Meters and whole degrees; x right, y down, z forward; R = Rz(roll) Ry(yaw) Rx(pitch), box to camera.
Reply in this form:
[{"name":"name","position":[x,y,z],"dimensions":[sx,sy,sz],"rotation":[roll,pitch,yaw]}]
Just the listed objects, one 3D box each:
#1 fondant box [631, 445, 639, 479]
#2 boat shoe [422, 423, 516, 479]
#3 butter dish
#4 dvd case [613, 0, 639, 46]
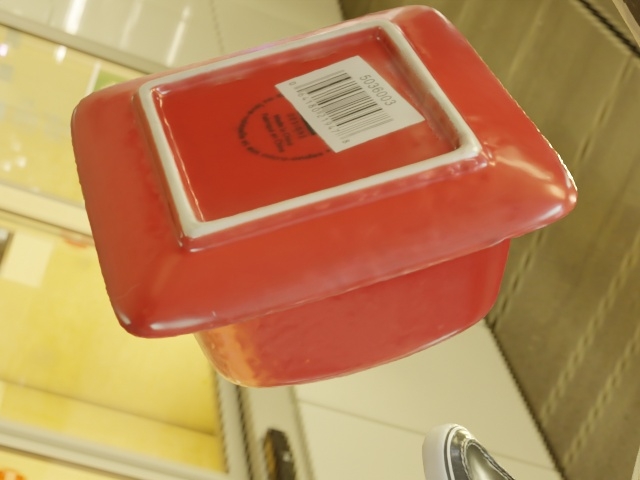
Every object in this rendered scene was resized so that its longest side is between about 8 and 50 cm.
[{"name":"fondant box","position":[0.360,0.090,0.905],"dimensions":[0.096,0.238,0.330],"rotation":[-49,150,-70]},{"name":"boat shoe","position":[0.158,0.226,1.009],"dimensions":[0.070,0.219,0.078],"rotation":[-26,-168,37]},{"name":"butter dish","position":[0.000,0.000,0.501],"dimensions":[0.160,0.160,0.118],"rotation":[-116,-168,-51]},{"name":"dvd case","position":[0.139,-0.221,0.614],"dimensions":[0.179,0.030,0.238],"rotation":[102,-32,-62]}]
